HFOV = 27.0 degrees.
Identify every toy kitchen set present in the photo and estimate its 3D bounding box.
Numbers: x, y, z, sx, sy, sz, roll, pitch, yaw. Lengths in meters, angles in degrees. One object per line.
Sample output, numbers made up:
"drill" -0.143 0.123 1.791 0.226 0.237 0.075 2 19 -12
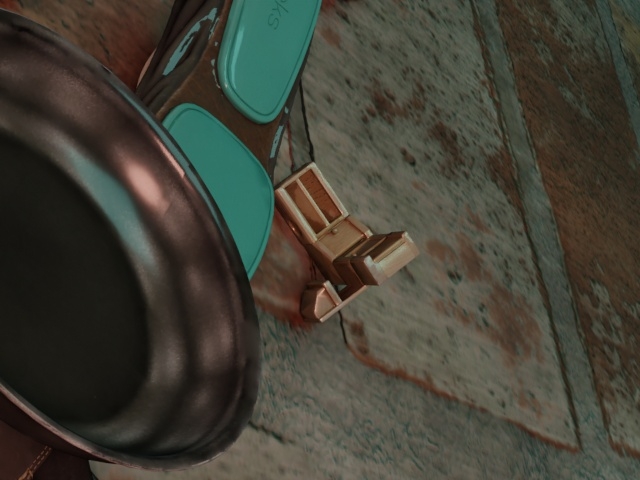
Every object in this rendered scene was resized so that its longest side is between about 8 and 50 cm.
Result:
"toy kitchen set" 0.000 0.000 0.802 0.068 0.083 0.075 -38 101 -18

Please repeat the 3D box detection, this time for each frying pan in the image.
"frying pan" -0.097 0.041 0.452 0.197 0.053 0.326 44 29 -28

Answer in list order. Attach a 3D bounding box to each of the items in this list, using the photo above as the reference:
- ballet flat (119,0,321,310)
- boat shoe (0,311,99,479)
"ballet flat" -0.067 -0.050 0.697 0.095 0.096 0.280 45 42 -28
"boat shoe" -0.129 0.064 0.520 0.233 0.079 0.084 52 5 -20
